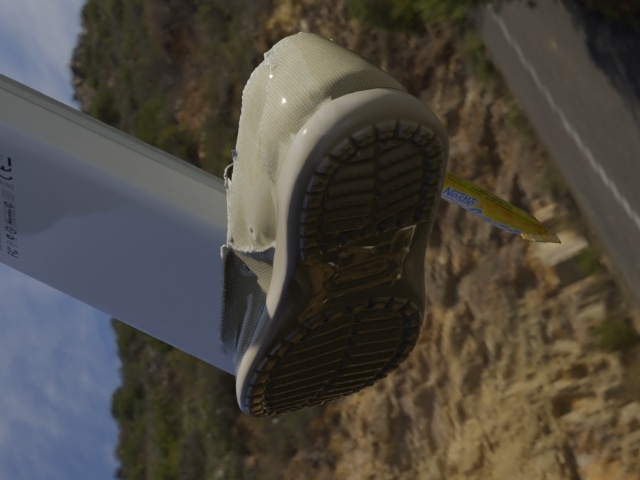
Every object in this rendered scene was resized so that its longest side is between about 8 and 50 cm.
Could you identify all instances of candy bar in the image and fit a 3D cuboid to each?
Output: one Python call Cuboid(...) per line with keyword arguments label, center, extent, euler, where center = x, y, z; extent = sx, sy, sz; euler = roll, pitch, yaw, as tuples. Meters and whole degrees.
Cuboid(label="candy bar", center=(0.096, -0.031, 0.801), extent=(0.161, 0.018, 0.040), euler=(24, 175, -30))

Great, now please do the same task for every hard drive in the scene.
Cuboid(label="hard drive", center=(-0.142, -0.008, 0.773), extent=(0.203, 0.307, 0.040), euler=(114, -179, -61))

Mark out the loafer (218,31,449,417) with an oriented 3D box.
Cuboid(label="loafer", center=(0.000, 0.000, 0.595), extent=(0.268, 0.101, 0.092), euler=(106, 148, -52))
